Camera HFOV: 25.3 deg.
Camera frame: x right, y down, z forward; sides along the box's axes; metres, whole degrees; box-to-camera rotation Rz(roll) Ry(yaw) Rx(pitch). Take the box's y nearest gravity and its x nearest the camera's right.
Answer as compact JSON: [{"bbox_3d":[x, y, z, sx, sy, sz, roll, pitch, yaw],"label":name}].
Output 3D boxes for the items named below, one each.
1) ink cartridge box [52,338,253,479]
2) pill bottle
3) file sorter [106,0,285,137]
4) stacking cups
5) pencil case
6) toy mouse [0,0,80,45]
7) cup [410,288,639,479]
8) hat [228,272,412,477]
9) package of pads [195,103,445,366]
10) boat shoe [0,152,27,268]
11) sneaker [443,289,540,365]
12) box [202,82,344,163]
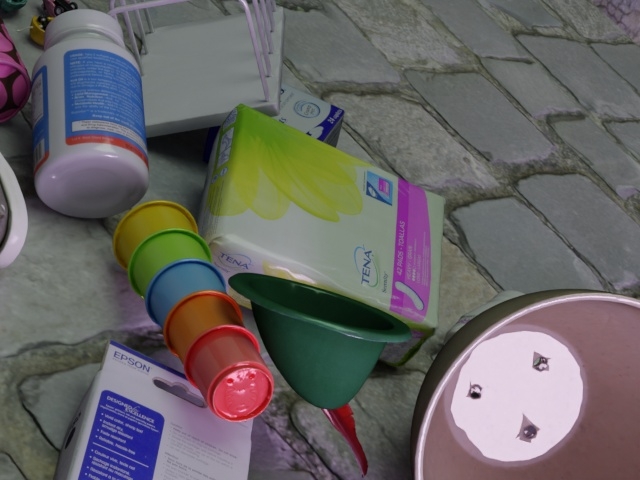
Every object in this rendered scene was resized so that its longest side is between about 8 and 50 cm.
[{"bbox_3d":[-0.151,0.236,1.229,0.165,0.065,0.332,27,31,-13],"label":"ink cartridge box"},{"bbox_3d":[-0.256,-0.145,1.574,0.124,0.124,0.221,15,50,-31],"label":"pill bottle"},{"bbox_3d":[-0.157,-0.280,1.790,0.193,0.173,0.277,-8,33,6],"label":"file sorter"},{"bbox_3d":[-0.123,0.074,1.401,0.096,0.096,0.316,16,22,-30],"label":"stacking cups"},{"bbox_3d":[-0.407,-0.232,1.633,0.209,0.095,0.098,55,4,33],"label":"pencil case"},{"bbox_3d":[-0.365,-0.299,1.832,0.161,0.031,0.143,-5,48,-49],"label":"toy mouse"},{"bbox_3d":[0.236,0.191,1.487,0.331,0.331,0.237,28,5,-12],"label":"cup"},{"bbox_3d":[-0.014,0.148,1.363,0.209,0.183,0.173,16,8,-11],"label":"hat"},{"bbox_3d":[0.000,0.000,1.651,0.297,0.101,0.229,23,46,-17],"label":"package of pads"},{"bbox_3d":[-0.391,-0.101,1.435,0.091,0.109,0.305,7,43,-47],"label":"boat shoe"},{"bbox_3d":[0.269,0.196,1.703,0.152,0.114,0.305,-19,53,-39],"label":"sneaker"},{"bbox_3d":[-0.059,-0.133,1.803,0.137,0.072,0.126,24,43,10],"label":"box"}]
